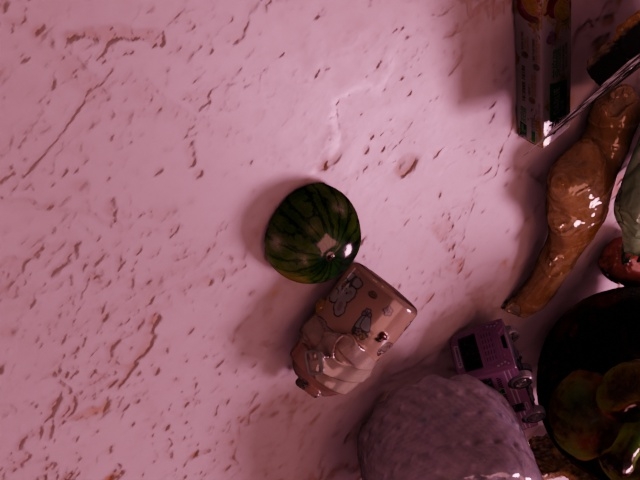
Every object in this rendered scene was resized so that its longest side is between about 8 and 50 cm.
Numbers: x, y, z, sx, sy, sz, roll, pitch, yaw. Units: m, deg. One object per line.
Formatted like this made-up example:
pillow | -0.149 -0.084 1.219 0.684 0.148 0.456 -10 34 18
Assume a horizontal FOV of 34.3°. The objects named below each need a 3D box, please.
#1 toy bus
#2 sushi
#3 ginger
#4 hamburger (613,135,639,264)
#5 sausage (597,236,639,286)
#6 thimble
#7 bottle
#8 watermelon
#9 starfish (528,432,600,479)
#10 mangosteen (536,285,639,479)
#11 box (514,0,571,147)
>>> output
toy bus | 0.234 0.186 1.379 0.098 0.087 0.178 -19 139 9
sushi | 0.334 -0.210 1.135 0.279 0.043 0.192 -35 173 -35
ginger | 0.319 -0.035 1.315 0.148 0.081 0.334 -40 149 -51
hamburger | 0.451 -0.111 1.296 0.260 0.150 0.276 -50 177 -11
sausage | 0.454 0.036 1.503 0.141 0.076 0.076 22 102 -49
thimble | 0.164 0.286 1.288 0.217 0.157 0.245 -35 133 23
bottle | 0.026 0.107 1.114 0.152 0.099 0.099 -50 142 3
watermelon | 0.000 0.000 1.028 0.105 0.062 0.105 -17 123 -29
starfish | 0.404 0.373 1.573 0.398 0.384 0.132 8 95 -63
mangosteen | 0.440 0.210 1.440 0.311 0.311 0.311 -26 135 -30
box | 0.246 -0.195 1.142 0.050 0.041 0.207 -38 140 -24
